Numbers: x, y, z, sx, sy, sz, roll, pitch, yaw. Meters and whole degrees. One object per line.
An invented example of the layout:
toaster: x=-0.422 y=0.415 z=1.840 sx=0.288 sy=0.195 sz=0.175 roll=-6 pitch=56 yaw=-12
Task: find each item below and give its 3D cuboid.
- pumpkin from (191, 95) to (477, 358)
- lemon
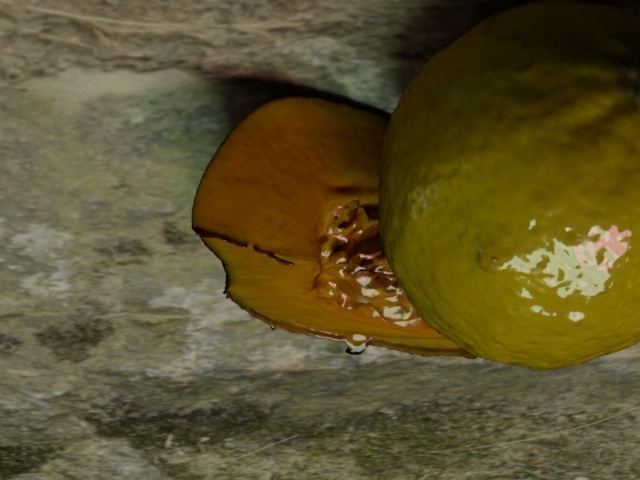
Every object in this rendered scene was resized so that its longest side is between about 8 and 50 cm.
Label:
pumpkin: x=-0.002 y=-0.004 z=1.099 sx=0.279 sy=0.111 sz=0.163 roll=16 pitch=157 yaw=-35
lemon: x=0.127 y=-0.030 z=0.963 sx=0.192 sy=0.192 sz=0.231 roll=3 pitch=150 yaw=-16
